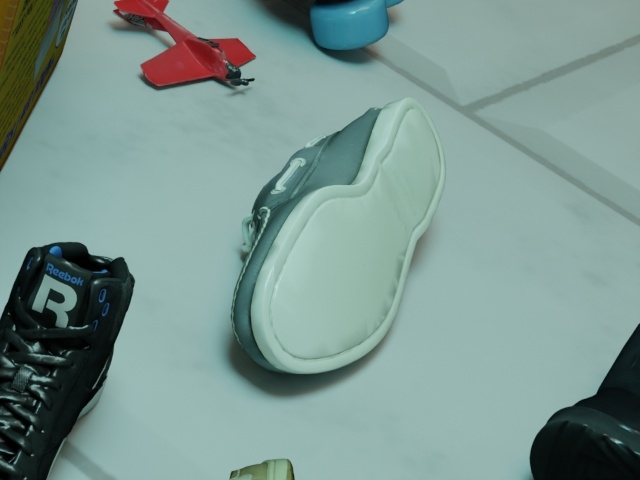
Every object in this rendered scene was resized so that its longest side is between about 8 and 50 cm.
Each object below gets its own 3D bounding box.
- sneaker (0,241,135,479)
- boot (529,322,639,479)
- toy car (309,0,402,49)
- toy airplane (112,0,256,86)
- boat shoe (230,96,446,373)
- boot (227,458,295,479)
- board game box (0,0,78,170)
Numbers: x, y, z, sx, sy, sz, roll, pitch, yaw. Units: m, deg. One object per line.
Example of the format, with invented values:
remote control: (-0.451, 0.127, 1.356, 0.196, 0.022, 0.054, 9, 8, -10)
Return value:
sneaker: (-0.164, 0.071, 0.857, 0.079, 0.121, 0.217, 22, 30, 2)
boot: (0.283, 0.147, 1.050, 0.246, 0.094, 0.207, 29, 34, 23)
toy car: (-0.054, -0.307, 1.516, 0.238, 0.219, 0.210, -3, 27, 16)
toy airplane: (-0.118, -0.174, 1.373, 0.151, 0.028, 0.151, 18, 29, -10)
boat shoe: (0.000, 0.000, 1.137, 0.099, 0.116, 0.319, -13, 24, 29)
boot: (-0.093, 0.160, 0.796, 0.165, 0.077, 0.213, -2, 6, -1)
board game box: (-0.331, -0.255, 1.035, 0.356, 0.356, 0.356, 19, 30, -6)
